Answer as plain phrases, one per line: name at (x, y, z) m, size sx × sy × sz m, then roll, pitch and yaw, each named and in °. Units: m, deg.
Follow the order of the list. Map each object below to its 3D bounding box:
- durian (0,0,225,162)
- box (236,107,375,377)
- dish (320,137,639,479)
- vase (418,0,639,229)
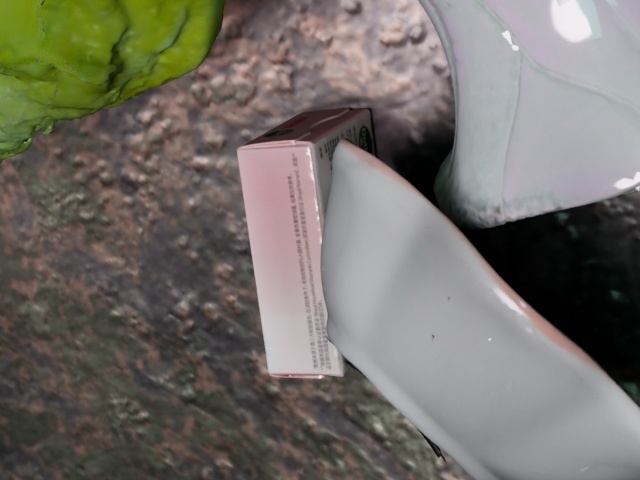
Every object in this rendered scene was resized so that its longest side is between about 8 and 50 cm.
durian at (-0.183, -0.162, 0.713) m, size 0.340 × 0.204 × 0.255 m, roll -14°, pitch 100°, yaw 40°
box at (0.000, 0.000, 0.778) m, size 0.043 × 0.089 × 0.125 m, roll -2°, pitch 104°, yaw 22°
dish at (0.063, 0.055, 0.690) m, size 0.229 × 0.229 × 0.081 m, roll 45°, pitch 90°, yaw 3°
vase at (0.049, -0.228, 0.622) m, size 0.250 × 0.250 × 0.445 m, roll -22°, pitch 101°, yaw 25°
